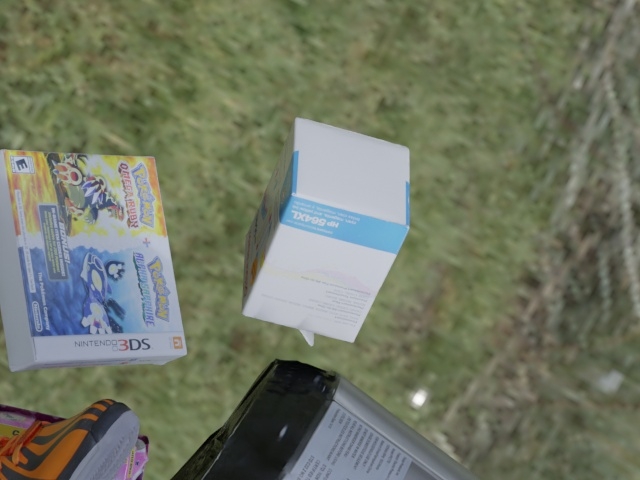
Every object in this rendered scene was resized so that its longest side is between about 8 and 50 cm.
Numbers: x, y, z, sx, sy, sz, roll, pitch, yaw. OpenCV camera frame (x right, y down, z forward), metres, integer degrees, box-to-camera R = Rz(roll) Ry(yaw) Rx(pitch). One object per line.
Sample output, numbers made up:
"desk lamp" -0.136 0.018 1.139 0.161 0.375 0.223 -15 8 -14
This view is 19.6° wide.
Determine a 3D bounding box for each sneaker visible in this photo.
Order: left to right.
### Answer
"sneaker" -0.306 0.208 1.724 0.321 0.180 0.124 -46 176 37

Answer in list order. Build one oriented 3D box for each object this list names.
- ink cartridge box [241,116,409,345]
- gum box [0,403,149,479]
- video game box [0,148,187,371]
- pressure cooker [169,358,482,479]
"ink cartridge box" 0.000 0.000 1.360 0.092 0.090 0.143 -88 -162 -49
"gum box" -0.280 0.249 1.991 0.062 0.188 0.107 -23 123 -76
"video game box" -0.223 0.019 1.761 0.187 0.048 0.205 1 75 -48
"pressure cooker" 0.034 0.333 1.272 0.370 0.420 0.375 -55 -178 -14
